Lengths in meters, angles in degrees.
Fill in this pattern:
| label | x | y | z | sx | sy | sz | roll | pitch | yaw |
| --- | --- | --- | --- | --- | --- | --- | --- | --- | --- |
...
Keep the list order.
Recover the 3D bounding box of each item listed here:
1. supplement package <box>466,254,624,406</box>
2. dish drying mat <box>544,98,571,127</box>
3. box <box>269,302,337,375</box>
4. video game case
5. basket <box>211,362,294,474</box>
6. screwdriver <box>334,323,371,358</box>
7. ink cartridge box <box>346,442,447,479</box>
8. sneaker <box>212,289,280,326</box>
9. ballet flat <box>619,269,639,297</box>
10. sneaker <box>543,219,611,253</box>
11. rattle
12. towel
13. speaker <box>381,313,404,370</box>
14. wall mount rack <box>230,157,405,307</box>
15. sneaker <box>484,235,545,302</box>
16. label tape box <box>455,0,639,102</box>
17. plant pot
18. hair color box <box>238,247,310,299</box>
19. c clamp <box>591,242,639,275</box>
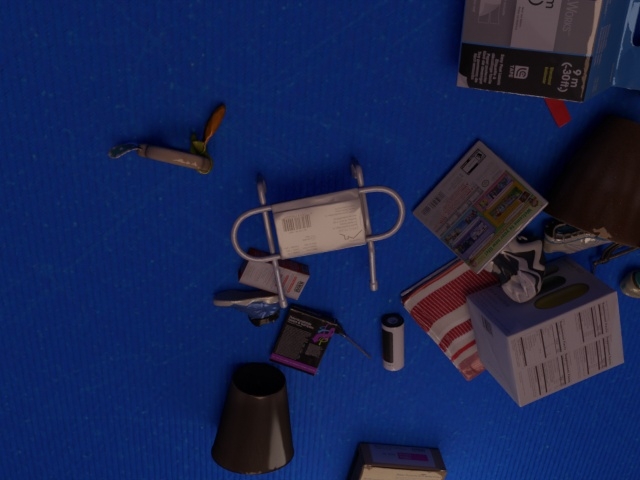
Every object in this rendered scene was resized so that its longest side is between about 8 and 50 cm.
| label | x | y | z | sx | sy | sz | roll | pitch | yaw |
| --- | --- | --- | --- | --- | --- | --- | --- | --- | --- |
| supplement package | 0.501 | 0.197 | 1.749 | 0.263 | 0.199 | 0.198 | -21 | 117 | -8 |
| dish drying mat | 0.485 | -0.271 | 1.597 | 0.032 | 0.008 | 0.083 | -31 | 120 | 11 |
| box | -0.040 | 0.232 | 1.814 | 0.116 | 0.029 | 0.162 | 20 | 120 | -4 |
| video game case | 0.332 | -0.069 | 1.636 | 0.193 | 0.023 | 0.212 | 44 | 111 | 7 |
| basket | -0.156 | 0.420 | 1.862 | 0.204 | 0.154 | 0.227 | 0 | 118 | -10 |
| screwdriver | 0.068 | 0.233 | 1.850 | 0.024 | 0.025 | 0.170 | -39 | 123 | 15 |
| ink cartridge box | 0.195 | 0.645 | 2.087 | 0.235 | 0.088 | 0.193 | 9 | 119 | -13 |
| sneaker | -0.163 | 0.156 | 1.743 | 0.152 | 0.058 | 0.084 | -4 | 114 | -13 |
| ballet flat | 0.829 | 0.114 | 1.859 | 0.248 | 0.086 | 0.086 | 7 | 121 | -11 |
| sneaker | 0.585 | -0.007 | 1.754 | 0.191 | 0.071 | 0.083 | -3 | 141 | -6 |
| rattle | -0.298 | -0.205 | 1.492 | 0.200 | 0.130 | 0.142 | 16 | 110 | 13 |
| towel | 0.367 | 0.178 | 1.848 | 0.237 | 0.037 | 0.329 | -35 | 120 | 13 |
| speaker | 0.172 | 0.242 | 1.849 | 0.055 | 0.055 | 0.136 | -7 | 123 | -4 |
| wall mount rack | 0.000 | 0.000 | 1.604 | 0.350 | 0.130 | 0.304 | -10 | 107 | -2 |
| sneaker | 0.415 | 0.011 | 1.725 | 0.235 | 0.153 | 0.094 | 48 | 129 | 10 |
| label tape box | 0.429 | -0.384 | 1.379 | 0.348 | 0.115 | 0.249 | 12 | 124 | 17 |
| plant pot | 0.597 | -0.133 | 1.602 | 0.215 | 0.215 | 0.230 | 16 | 105 | -17 |
| hair color box | -0.102 | 0.073 | 1.709 | 0.141 | 0.043 | 0.072 | 19 | 117 | -18 |
| c clamp | 0.696 | 0.018 | 1.785 | 0.161 | 0.022 | 0.137 | -23 | 151 | 3 |
